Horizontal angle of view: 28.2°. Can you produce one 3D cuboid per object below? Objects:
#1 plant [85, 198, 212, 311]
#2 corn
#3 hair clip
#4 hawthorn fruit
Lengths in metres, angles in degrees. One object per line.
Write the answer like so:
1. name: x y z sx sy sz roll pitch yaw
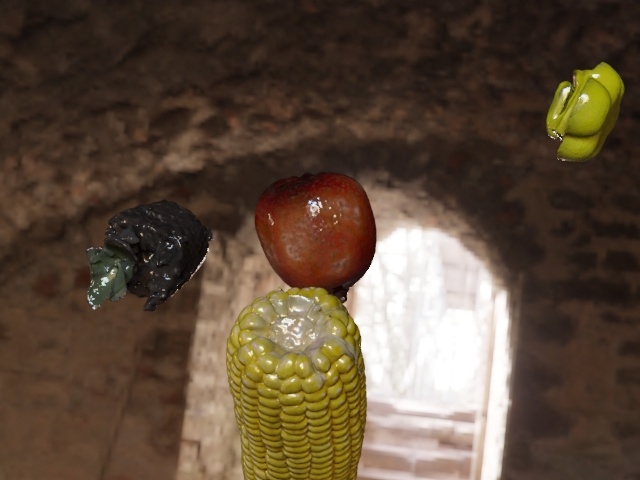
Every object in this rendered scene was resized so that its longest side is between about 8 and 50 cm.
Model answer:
1. plant: -0.255 0.020 1.845 0.131 0.142 0.203 34 38 19
2. corn: -0.014 0.129 0.898 0.093 0.093 0.244 6 -39 7
3. hair clip: 0.185 -0.087 0.903 0.046 0.072 0.173 22 4 7
4. hawthorn fruit: 0.000 0.000 1.724 0.169 0.188 0.169 -15 3 1
